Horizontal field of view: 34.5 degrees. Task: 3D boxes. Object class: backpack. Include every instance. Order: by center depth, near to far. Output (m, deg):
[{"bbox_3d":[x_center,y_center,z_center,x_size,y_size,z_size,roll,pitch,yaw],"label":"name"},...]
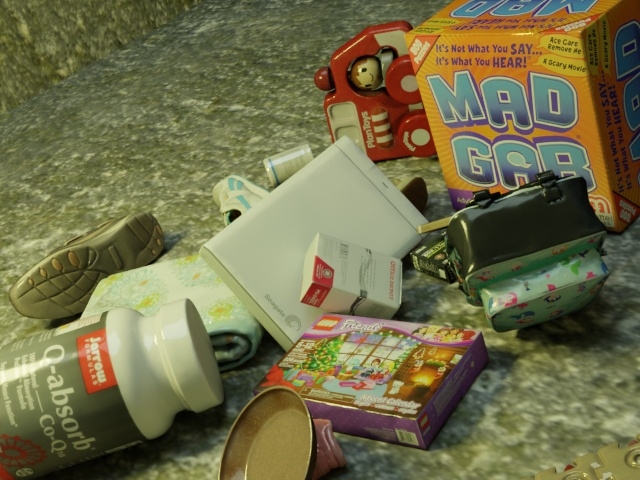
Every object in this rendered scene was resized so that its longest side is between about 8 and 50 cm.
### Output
[{"bbox_3d":[0.302,0.026,1.509,0.225,0.191,0.253,-18,-12,2],"label":"backpack"}]

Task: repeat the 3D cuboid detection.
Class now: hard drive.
[{"bbox_3d":[0.000,0.000,1.749,0.353,0.233,0.047,-40,-5,-29],"label":"hard drive"}]

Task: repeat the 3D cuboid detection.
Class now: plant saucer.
[{"bbox_3d":[-0.063,0.292,1.359,0.198,0.036,0.199,-32,46,40],"label":"plant saucer"}]

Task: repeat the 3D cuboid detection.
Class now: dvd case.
[{"bbox_3d":[0.268,-0.044,1.678,0.164,0.018,0.221,-12,-3,-14],"label":"dvd case"}]

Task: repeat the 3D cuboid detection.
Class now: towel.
[{"bbox_3d":[-0.259,0.128,1.829,0.374,0.090,0.320,-12,28,14],"label":"towel"}]

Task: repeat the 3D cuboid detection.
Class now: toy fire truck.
[{"bbox_3d":[0.123,-0.296,2.141,0.254,0.302,0.169,-9,33,12],"label":"toy fire truck"}]

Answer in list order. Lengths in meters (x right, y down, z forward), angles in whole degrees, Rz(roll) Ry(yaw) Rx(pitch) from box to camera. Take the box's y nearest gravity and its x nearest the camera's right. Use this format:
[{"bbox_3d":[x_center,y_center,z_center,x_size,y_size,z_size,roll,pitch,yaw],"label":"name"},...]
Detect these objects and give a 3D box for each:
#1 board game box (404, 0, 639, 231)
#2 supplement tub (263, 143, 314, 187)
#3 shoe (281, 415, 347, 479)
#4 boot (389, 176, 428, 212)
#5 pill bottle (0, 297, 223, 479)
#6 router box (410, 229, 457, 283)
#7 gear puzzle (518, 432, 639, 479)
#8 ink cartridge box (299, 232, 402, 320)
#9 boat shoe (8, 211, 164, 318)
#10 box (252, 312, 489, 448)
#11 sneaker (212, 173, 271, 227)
[{"bbox_3d":[0.430,-0.274,1.820,0.356,0.356,0.356,11,39,45],"label":"board game box"},{"bbox_3d":[-0.066,-0.164,2.265,0.107,0.071,0.071,-20,27,-1],"label":"supplement tub"},{"bbox_3d":[-0.026,0.270,1.440,0.081,0.063,0.178,-23,32,-9],"label":"shoe"},{"bbox_3d":[0.052,-0.050,1.943,0.203,0.095,0.262,8,36,42],"label":"boot"},{"bbox_3d":[-0.347,0.223,1.573,0.363,0.210,0.210,-19,27,2],"label":"pill bottle"},{"bbox_3d":[0.229,0.018,1.762,0.122,0.038,0.092,-32,28,-24],"label":"router box"},{"bbox_3d":[0.262,0.334,1.157,0.339,0.044,0.175,-22,28,2],"label":"gear puzzle"},{"bbox_3d":[0.050,0.065,1.661,0.150,0.063,0.109,19,45,-12],"label":"ink cartridge box"},{"bbox_3d":[-0.480,0.056,2.095,0.355,0.132,0.130,-30,18,-38],"label":"boat shoe"},{"bbox_3d":[0.072,0.197,1.512,0.293,0.057,0.201,3,34,38],"label":"box"},{"bbox_3d":[-0.175,-0.073,2.153,0.092,0.087,0.228,-34,28,-22],"label":"sneaker"}]
